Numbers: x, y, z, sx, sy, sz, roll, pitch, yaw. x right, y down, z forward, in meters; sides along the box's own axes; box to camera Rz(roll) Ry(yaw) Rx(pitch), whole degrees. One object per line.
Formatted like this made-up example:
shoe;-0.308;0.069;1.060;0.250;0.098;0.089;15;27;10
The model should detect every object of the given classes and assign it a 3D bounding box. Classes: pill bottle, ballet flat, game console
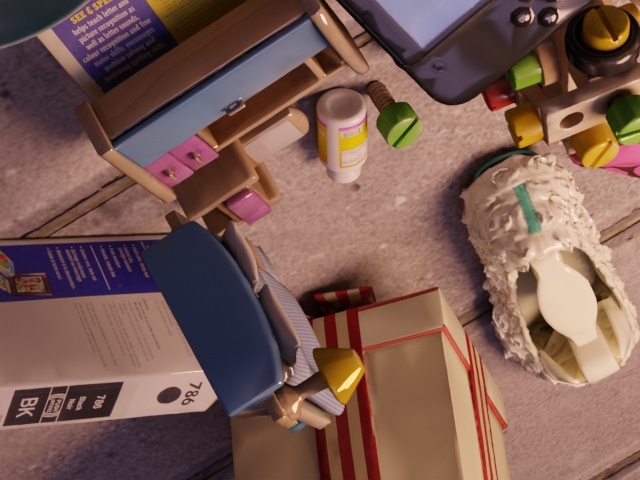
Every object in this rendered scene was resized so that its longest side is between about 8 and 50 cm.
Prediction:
pill bottle;0.019;-0.088;1.646;0.043;0.043;0.083;-18;141;-14
ballet flat;0.236;0.068;1.890;0.147;0.147;0.409;-31;143;3
game console;0.110;-0.221;1.296;0.250;0.173;0.293;-39;120;14

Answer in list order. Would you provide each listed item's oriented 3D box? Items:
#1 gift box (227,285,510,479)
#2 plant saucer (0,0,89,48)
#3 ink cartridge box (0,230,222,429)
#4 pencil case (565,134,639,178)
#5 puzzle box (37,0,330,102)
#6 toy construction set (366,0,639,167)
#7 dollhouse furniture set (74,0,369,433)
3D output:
gift box;0.030;0.200;1.820;0.276;0.258;0.255;-12;146;10
plant saucer;-0.273;-0.243;1.218;0.317;0.044;0.318;-1;139;-1
ink cartridge box;-0.201;0.072;1.592;0.332;0.165;0.065;-3;135;-28
pencil case;0.315;-0.093;1.794;0.209;0.095;0.098;13;142;-38
puzzle box;-0.047;-0.270;1.391;0.409;0.052;0.272;-32;143;4
toy construction set;0.242;-0.145;1.564;0.308;0.237;0.257;-8;138;-26
dollhouse furniture set;0.000;0.000;1.464;0.198;0.303;0.286;-32;159;7
